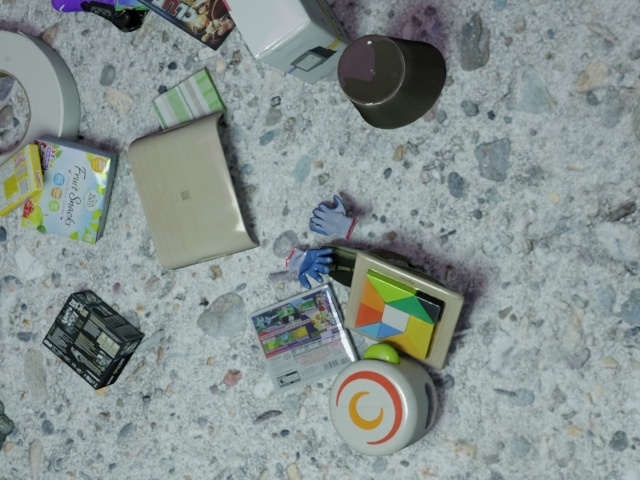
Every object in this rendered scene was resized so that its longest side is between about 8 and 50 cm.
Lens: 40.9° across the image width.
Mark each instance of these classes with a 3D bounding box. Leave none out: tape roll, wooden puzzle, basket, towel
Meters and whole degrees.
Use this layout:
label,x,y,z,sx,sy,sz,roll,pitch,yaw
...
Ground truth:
label,x,y,z,sx,sy,sz,roll,pitch,yaw
tape roll,-0.748,-0.299,2.025,0.392,0.072,0.392,1,92,19
wooden puzzle,0.153,0.145,1.672,0.221,0.044,0.238,23,138,16
basket,0.125,-0.308,1.635,0.204,0.227,0.154,-40,80,17
towel,-0.290,-0.293,1.893,0.152,0.023,0.113,-27,86,16

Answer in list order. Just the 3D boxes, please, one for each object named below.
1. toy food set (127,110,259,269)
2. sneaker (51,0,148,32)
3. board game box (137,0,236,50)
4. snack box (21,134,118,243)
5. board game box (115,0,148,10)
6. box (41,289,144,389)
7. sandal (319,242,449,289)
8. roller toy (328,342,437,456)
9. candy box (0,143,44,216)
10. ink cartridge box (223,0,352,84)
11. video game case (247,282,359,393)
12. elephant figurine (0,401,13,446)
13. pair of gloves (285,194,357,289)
label,x,y,z,sx,sy,sz,roll,pitch,yaw
toy food set,-0.273,-0.103,1.868,0.220,0.092,0.306,-14,96,19
sneaker,-0.464,-0.526,1.898,0.293,0.102,0.146,-12,89,19
board game box,-0.259,-0.514,1.759,0.165,0.243,0.042,-49,47,16
snack box,-0.563,-0.115,1.931,0.175,0.070,0.207,15,107,-2
board game box,-0.338,-0.649,1.818,0.214,0.046,0.317,-6,91,-17
box,-0.521,0.226,1.966,0.180,0.077,0.147,36,104,14
sandal,0.133,0.060,1.718,0.303,0.086,0.120,24,139,28
roller toy,0.126,0.324,1.707,0.209,0.146,0.191,-48,69,21
candy box,-0.675,-0.131,1.907,0.206,0.027,0.105,-21,75,45
ink cartridge box,-0.072,-0.445,1.655,0.131,0.306,0.226,-33,82,17
video game case,-0.037,0.210,1.825,0.201,0.023,0.183,-22,85,20
elephant figurine,-0.858,0.463,2.010,0.169,0.239,0.186,-35,81,17
pair of gloves,0.000,0.000,1.740,0.159,0.023,0.198,23,85,57
